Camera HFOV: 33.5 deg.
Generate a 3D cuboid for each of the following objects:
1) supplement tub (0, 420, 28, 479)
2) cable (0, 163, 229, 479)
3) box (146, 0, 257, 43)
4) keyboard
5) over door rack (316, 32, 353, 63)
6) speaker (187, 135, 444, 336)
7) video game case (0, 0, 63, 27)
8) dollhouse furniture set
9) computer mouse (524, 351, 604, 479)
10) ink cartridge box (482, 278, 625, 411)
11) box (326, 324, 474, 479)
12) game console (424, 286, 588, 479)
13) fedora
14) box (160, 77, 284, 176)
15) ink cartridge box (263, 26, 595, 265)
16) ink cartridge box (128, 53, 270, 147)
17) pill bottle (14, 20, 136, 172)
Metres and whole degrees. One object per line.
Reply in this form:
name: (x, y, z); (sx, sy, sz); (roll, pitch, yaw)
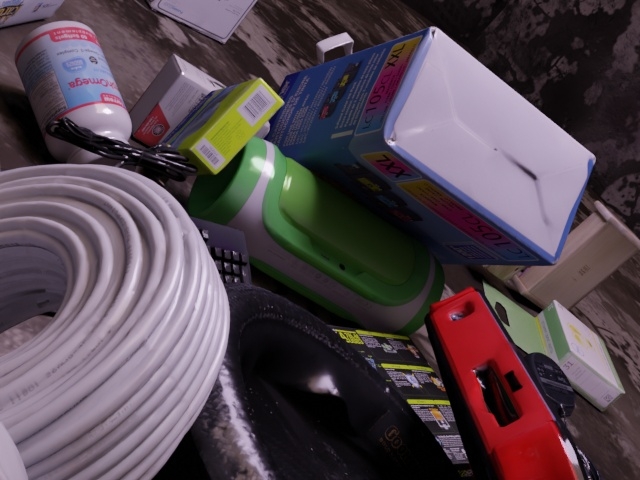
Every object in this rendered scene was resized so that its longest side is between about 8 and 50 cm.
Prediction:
supplement tub: (-0.205, 0.179, 0.295); (0.228, 0.228, 0.316); (35, 21, -20)
cable: (-0.179, 0.059, 0.587); (0.257, 0.257, 0.089); (14, -41, 32)
box: (-0.141, -0.468, 1.666); (0.169, 0.290, 0.087); (16, 31, -47)
keyboard: (-0.176, -0.020, 0.957); (0.317, 0.033, 0.202); (15, 55, -52)
over door rack: (0.127, -0.159, 1.639); (0.239, 0.108, 0.324); (52, -5, 28)
speaker: (0.000, 0.000, 1.205); (0.296, 0.131, 0.131); (32, 22, -27)
video game case: (-0.439, -0.344, 1.182); (0.269, 0.061, 0.244); (42, 21, -3)
dollhouse furniture set: (0.366, -0.061, 1.874); (0.286, 0.198, 0.303); (32, 20, -42)
computer mouse: (0.323, 0.248, 1.442); (0.071, 0.041, 0.242); (22, 33, -25)
ink cartridge box: (0.368, 0.150, 1.697); (0.235, 0.056, 0.171); (39, 20, -14)
box: (0.081, 0.173, 1.121); (0.190, 0.045, 0.184); (12, 33, -53)
game console: (0.167, 0.237, 0.809); (0.386, 0.060, 0.342); (-97, 168, -75)
fedora: (-0.018, 0.193, 0.718); (0.334, 0.152, 0.334); (45, 18, -19)
box: (-0.116, -0.117, 1.135); (0.042, 0.109, 0.178); (47, -16, -18)
ink cartridge box: (0.091, -0.092, 1.293); (0.270, 0.151, 0.395); (33, -15, -25)
ink cartridge box: (-0.144, -0.141, 1.262); (0.135, 0.099, 0.056); (29, 20, -34)
pill bottle: (-0.241, -0.132, 1.061); (0.087, 0.087, 0.160); (9, 51, -57)
